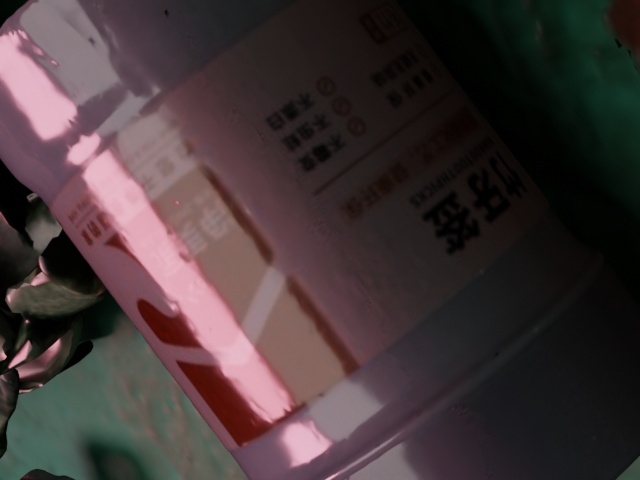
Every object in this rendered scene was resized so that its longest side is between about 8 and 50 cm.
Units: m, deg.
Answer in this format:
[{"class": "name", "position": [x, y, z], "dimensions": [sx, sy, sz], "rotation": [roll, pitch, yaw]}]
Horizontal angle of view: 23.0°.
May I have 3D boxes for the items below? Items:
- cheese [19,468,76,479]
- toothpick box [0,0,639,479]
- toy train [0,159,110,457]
[{"class": "cheese", "position": [-0.080, 0.161, 0.581], "dimensions": [0.092, 0.047, 0.171], "rotation": [-17, 106, 42]}, {"class": "toothpick box", "position": [0.000, 0.000, 0.367], "dimensions": [0.153, 0.101, 0.101], "rotation": [52, 137, -1]}, {"class": "toy train", "position": [-0.184, 0.019, 0.494], "dimensions": [0.269, 0.115, 0.154], "rotation": [-26, 102, 25]}]
